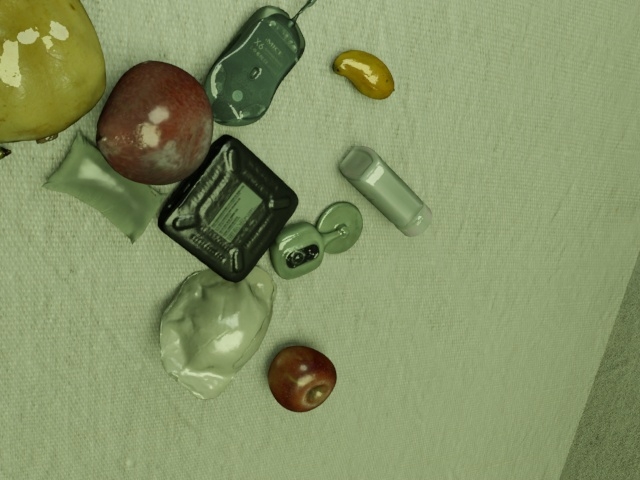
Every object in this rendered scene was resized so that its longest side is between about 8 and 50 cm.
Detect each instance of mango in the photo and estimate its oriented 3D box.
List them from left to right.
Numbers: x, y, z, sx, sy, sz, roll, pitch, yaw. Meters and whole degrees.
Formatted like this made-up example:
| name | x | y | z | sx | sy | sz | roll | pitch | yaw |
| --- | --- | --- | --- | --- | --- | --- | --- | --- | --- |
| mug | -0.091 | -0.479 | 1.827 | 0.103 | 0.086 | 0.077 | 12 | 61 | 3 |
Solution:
| name | x | y | z | sx | sy | sz | roll | pitch | yaw |
| --- | --- | --- | --- | --- | --- | --- | --- | --- | --- |
| mango | 0.117 | -0.426 | 1.586 | 0.190 | 0.075 | 0.098 | 24 | 94 | -28 |

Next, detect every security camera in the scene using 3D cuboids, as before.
| name | x | y | z | sx | sy | sz | roll | pitch | yaw |
| --- | --- | --- | --- | --- | --- | --- | --- | --- | --- |
| security camera | 0.000 | 0.000 | 1.718 | 0.301 | 0.080 | 0.157 | -24 | 121 | -21 |

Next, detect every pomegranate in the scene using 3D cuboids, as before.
| name | x | y | z | sx | sy | sz | roll | pitch | yaw |
| --- | --- | --- | --- | --- | --- | --- | --- | --- | --- |
| pomegranate | -0.543 | -0.329 | 1.119 | 0.332 | 0.332 | 0.333 | -12 | 117 | -24 |

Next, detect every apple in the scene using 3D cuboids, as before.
| name | x | y | z | sx | sy | sz | roll | pitch | yaw |
| --- | --- | --- | --- | --- | --- | --- | --- | --- | --- |
| apple | -0.058 | 0.399 | 1.822 | 0.201 | 0.162 | 0.201 | -21 | 131 | -27 |

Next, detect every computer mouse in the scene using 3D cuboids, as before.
| name | x | y | z | sx | sy | sz | roll | pitch | yaw |
| --- | --- | --- | --- | --- | --- | --- | --- | --- | --- |
| computer mouse | -0.137 | -0.427 | 1.438 | 0.379 | 0.090 | 0.167 | -50 | 126 | -7 |

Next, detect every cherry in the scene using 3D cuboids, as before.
| name | x | y | z | sx | sy | sz | roll | pitch | yaw |
| --- | --- | --- | --- | --- | --- | --- | --- | --- | --- |
| cherry | -0.347 | -0.240 | 1.305 | 0.221 | 0.307 | 0.261 | 12 | 112 | 14 |

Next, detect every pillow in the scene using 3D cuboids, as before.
| name | x | y | z | sx | sy | sz | roll | pitch | yaw |
| --- | --- | --- | --- | --- | --- | --- | --- | --- | --- |
| pillow | -0.479 | -0.111 | 1.395 | 0.144 | 0.078 | 0.254 | -51 | 126 | 0 |

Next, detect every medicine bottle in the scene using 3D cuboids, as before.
| name | x | y | z | sx | sy | sz | roll | pitch | yaw |
| --- | --- | --- | --- | --- | --- | --- | --- | --- | --- |
| medicine bottle | 0.188 | -0.129 | 1.705 | 0.111 | 0.161 | 0.296 | -48 | 125 | 1 |

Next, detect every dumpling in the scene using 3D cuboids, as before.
| name | x | y | z | sx | sy | sz | roll | pitch | yaw |
| --- | --- | --- | --- | --- | --- | --- | --- | --- | --- |
| dumpling | -0.268 | 0.209 | 1.608 | 0.260 | 0.181 | 0.341 | 36 | 92 | -17 |

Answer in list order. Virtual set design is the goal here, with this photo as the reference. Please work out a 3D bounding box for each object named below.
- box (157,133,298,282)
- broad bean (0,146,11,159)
| name | x | y | z | sx | sy | sz | roll | pitch | yaw |
| --- | --- | --- | --- | --- | --- | --- | --- | --- | --- |
| box | -0.220 | -0.072 | 1.542 | 0.289 | 0.073 | 0.290 | 43 | 78 | -34 |
| broad bean | -0.754 | -0.192 | 1.225 | 0.256 | 0.052 | 0.052 | 11 | 69 | -33 |
